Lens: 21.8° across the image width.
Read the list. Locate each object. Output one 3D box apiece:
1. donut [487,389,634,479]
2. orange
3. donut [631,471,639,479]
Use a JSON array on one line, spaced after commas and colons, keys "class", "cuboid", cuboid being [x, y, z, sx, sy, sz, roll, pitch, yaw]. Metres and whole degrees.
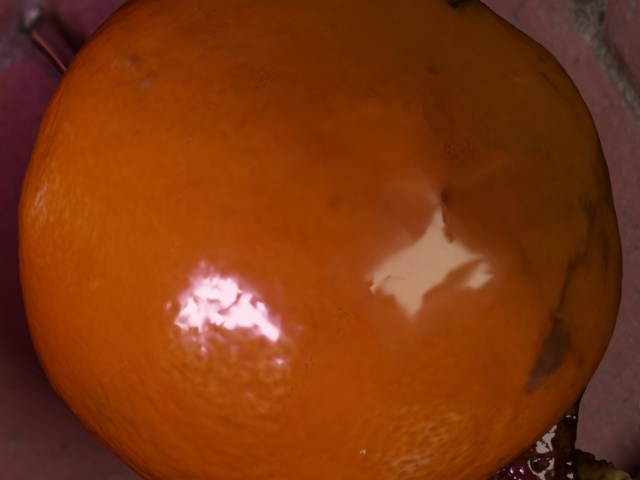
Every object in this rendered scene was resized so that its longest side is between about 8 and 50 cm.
[{"class": "donut", "cuboid": [0.137, 0.147, 1.095, 0.151, 0.112, 0.295, -40, 116, -35]}, {"class": "orange", "cuboid": [0.000, 0.000, 0.846, 0.312, 0.312, 0.312, -3, 95, -40]}, {"class": "donut", "cuboid": [0.286, 0.232, 1.253, 0.184, 0.073, 0.166, 5, 89, -41]}]
